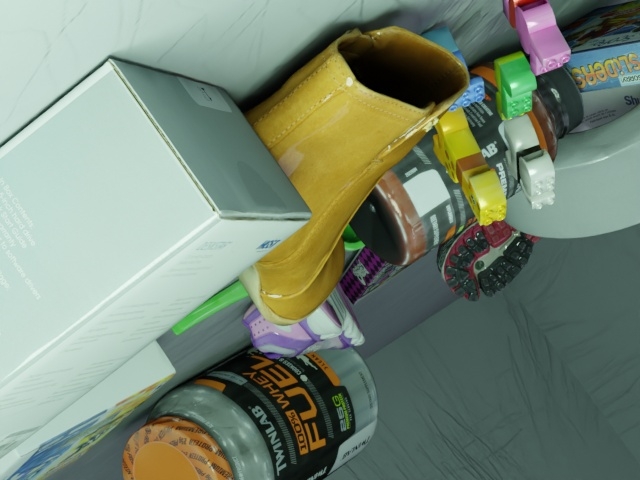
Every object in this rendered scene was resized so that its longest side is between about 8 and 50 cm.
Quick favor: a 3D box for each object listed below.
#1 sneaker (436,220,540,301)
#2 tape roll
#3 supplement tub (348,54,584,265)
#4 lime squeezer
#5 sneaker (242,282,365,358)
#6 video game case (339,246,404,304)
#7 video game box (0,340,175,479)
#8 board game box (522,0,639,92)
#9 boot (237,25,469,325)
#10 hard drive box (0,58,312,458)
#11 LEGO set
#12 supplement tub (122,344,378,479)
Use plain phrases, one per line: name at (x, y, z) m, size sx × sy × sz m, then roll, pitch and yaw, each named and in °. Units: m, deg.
sneaker at (0.278, -0.049, 2.217) m, size 0.299 × 0.121 × 0.112 m, roll -37°, pitch -158°, yaw 5°
tape roll at (0.241, -0.095, 1.392) m, size 0.219 × 0.072 × 0.219 m, roll -20°, pitch -151°, yaw 12°
supplement tub at (0.111, -0.071, 1.270) m, size 0.198 × 0.106 × 0.106 m, roll -34°, pitch 172°, yaw -18°
lime squeezer at (0.000, 0.000, 1.407) m, size 0.310 × 0.059 × 0.110 m, roll -37°, pitch 172°, yaw 1°
sneaker at (-0.022, 0.086, 1.749) m, size 0.104 × 0.095 × 0.236 m, roll -30°, pitch 169°, yaw 8°
video game case at (0.129, -0.020, 1.914) m, size 0.210 × 0.042 × 0.232 m, roll -35°, pitch 173°, yaw -17°
video game box at (-0.250, 0.177, 1.431) m, size 0.187 × 0.048 × 0.205 m, roll -38°, pitch 172°, yaw 39°
board game box at (0.254, -0.162, 1.318) m, size 0.136 × 0.035 × 0.201 m, roll -31°, pitch -165°, yaw -29°
boot at (0.013, -0.042, 1.017) m, size 0.211 × 0.104 × 0.295 m, roll -38°, pitch 168°, yaw 20°
hard drive box at (-0.135, 0.022, 0.802) m, size 0.232 × 0.089 × 0.181 m, roll -36°, pitch 173°, yaw 10°
LEGO set at (0.122, -0.072, 1.106) m, size 0.087 × 0.093 × 0.227 m, roll -20°, pitch 148°, yaw -4°
supplement tub at (-0.085, 0.238, 1.991) m, size 0.193 × 0.194 × 0.316 m, roll -42°, pitch 171°, yaw 39°
